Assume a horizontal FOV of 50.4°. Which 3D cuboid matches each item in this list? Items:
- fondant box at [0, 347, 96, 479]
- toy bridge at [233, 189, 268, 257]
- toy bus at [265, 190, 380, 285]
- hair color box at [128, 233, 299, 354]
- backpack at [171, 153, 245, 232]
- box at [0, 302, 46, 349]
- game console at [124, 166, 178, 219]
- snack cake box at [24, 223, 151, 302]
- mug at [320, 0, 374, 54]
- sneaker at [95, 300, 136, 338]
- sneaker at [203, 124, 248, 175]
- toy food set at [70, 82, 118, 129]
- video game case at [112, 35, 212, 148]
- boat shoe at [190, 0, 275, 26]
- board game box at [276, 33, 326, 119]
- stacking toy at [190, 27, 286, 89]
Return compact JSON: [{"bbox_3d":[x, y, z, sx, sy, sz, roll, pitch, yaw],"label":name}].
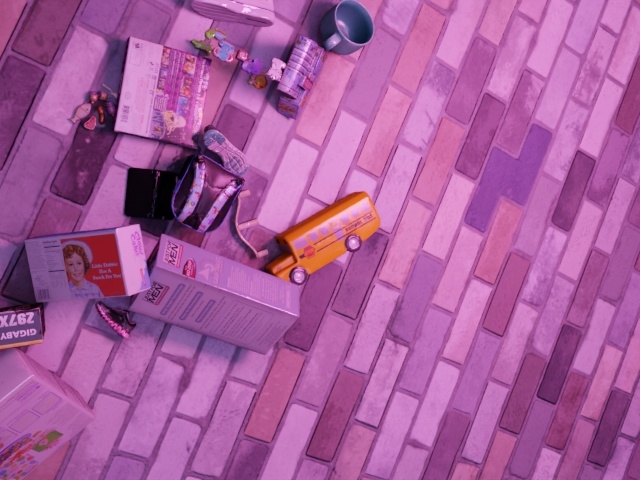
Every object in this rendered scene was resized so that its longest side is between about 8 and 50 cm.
[{"bbox_3d":[-0.670,0.393,1.480,0.238,0.330,0.096,-40,63,-15],"label":"fondant box"},{"bbox_3d":[-0.194,-0.042,1.791,0.063,0.026,0.188,-20,101,-19],"label":"toy bridge"},{"bbox_3d":[0.000,0.000,1.829,0.332,0.108,0.130,-30,104,-18],"label":"toy bus"},{"bbox_3d":[-0.258,0.141,1.682,0.374,0.114,0.185,22,129,-22],"label":"hair color box"},{"bbox_3d":[-0.295,-0.111,1.693,0.158,0.117,0.173,29,83,-27],"label":"backpack"},{"bbox_3d":[-0.720,0.189,1.433,0.257,0.322,0.079,-5,89,-22],"label":"box"},{"bbox_3d":[-0.422,-0.116,1.701,0.107,0.071,0.122,3,93,-52],"label":"game console"},{"bbox_3d":[-0.530,0.053,1.546,0.264,0.089,0.152,-5,97,22],"label":"snack cake box"},{"bbox_3d":[0.053,-0.560,1.805,0.157,0.097,0.130,-10,86,-35],"label":"mug"},{"bbox_3d":[-0.502,0.186,1.675,0.057,0.047,0.119,-47,116,-20],"label":"sneaker"},{"bbox_3d":[-0.242,-0.235,1.740,0.065,0.076,0.166,-33,131,4],"label":"sneaker"},{"bbox_3d":[-0.535,-0.316,1.636,0.078,0.019,0.122,37,80,-20],"label":"toy food set"},{"bbox_3d":[-0.388,-0.359,1.675,0.210,0.042,0.232,9,90,-27],"label":"video game case"},{"bbox_3d":[-0.222,-0.601,1.723,0.226,0.083,0.076,5,80,-34],"label":"boat shoe"},{"bbox_3d":[-0.055,-0.414,1.754,0.060,0.194,0.194,24,98,3],"label":"board game box"},{"bbox_3d":[-0.207,-0.447,1.682,0.221,0.167,0.052,23,85,-23],"label":"stacking toy"}]
